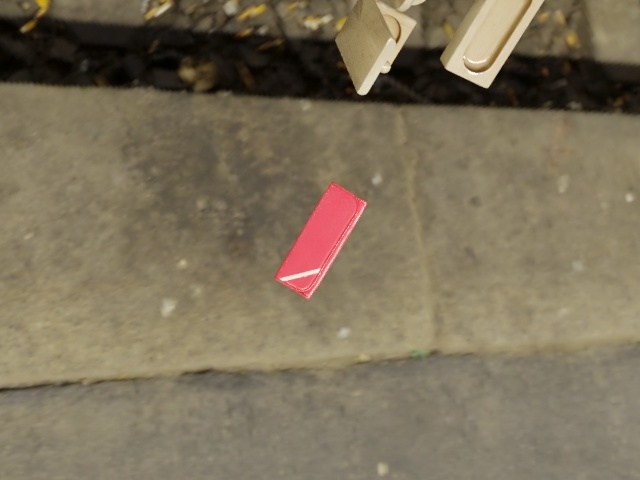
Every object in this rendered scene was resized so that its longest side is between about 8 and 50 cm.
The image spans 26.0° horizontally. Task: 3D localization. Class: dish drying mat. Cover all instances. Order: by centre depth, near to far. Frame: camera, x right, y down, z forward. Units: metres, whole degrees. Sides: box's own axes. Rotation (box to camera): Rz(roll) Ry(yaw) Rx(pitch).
[{"bbox_3d":[0.000,0.000,1.017,0.032,0.008,0.083,31,88,12],"label":"dish drying mat"}]

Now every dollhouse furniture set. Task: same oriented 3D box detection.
[{"bbox_3d":[0.122,-0.188,1.258,0.151,0.144,0.123,23,24,-21],"label":"dollhouse furniture set"}]
